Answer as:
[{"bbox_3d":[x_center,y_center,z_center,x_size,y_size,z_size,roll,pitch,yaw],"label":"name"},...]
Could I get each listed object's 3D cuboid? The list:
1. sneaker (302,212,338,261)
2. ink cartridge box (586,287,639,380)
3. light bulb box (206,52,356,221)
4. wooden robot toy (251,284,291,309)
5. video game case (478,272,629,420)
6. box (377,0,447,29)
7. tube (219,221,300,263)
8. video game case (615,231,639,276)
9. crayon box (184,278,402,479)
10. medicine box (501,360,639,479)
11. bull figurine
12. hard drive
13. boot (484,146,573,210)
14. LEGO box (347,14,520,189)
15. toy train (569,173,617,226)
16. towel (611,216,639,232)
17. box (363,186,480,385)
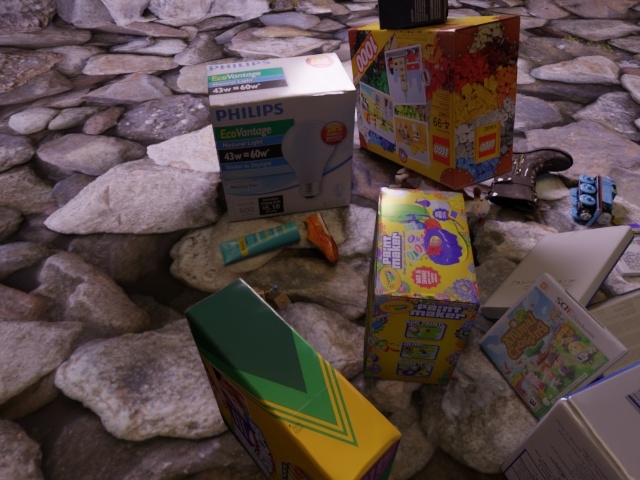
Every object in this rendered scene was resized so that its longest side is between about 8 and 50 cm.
[{"bbox_3d":[0.000,0.000,1.193,0.068,0.064,0.175,-28,43,1],"label":"sneaker"},{"bbox_3d":[0.625,0.229,0.917,0.189,0.066,0.232,-17,85,-8],"label":"ink cartridge box"},{"bbox_3d":[-0.103,-0.276,1.245,0.359,0.360,0.225,-9,46,-8],"label":"light bulb box"},{"bbox_3d":[-0.158,0.141,1.056,0.174,0.076,0.079,-9,11,-8],"label":"wooden robot toy"},{"bbox_3d":[0.432,0.204,0.883,0.023,0.212,0.193,7,37,-36],"label":"video game case"},{"bbox_3d":[0.232,-0.585,1.129,0.159,0.093,0.156,2,30,18],"label":"box"},{"bbox_3d":[-0.157,0.004,1.192,0.207,0.052,0.080,-18,38,-8],"label":"tube"},{"bbox_3d":[0.817,0.032,1.174,0.158,0.019,0.143,-1,45,-2],"label":"video game case"},{"bbox_3d":[-0.047,0.282,0.687,0.106,0.362,0.313,-32,53,-27],"label":"crayon box"},{"bbox_3d":[0.463,0.318,0.700,0.264,0.289,0.149,-17,50,-16],"label":"medicine box"},{"bbox_3d":[0.320,-0.124,1.265,0.189,0.101,0.310,-12,35,-12],"label":"bull figurine"},{"bbox_3d":[0.535,0.074,1.034,0.319,0.040,0.210,-37,14,-30],"label":"hard drive"},{"bbox_3d":[0.615,-0.173,1.346,0.263,0.091,0.228,4,51,10],"label":"boot"},{"bbox_3d":[0.289,-0.404,1.270,0.193,0.372,0.500,-19,29,-17],"label":"LEGO box"},{"bbox_3d":[0.766,-0.115,1.282,0.105,0.080,0.184,19,48,11],"label":"toy train"},{"bbox_3d":[0.834,-0.043,1.240,0.060,0.009,0.083,-1,28,-1],"label":"towel"},{"bbox_3d":[0.188,0.092,0.935,0.177,0.279,0.289,5,46,5],"label":"box"}]
